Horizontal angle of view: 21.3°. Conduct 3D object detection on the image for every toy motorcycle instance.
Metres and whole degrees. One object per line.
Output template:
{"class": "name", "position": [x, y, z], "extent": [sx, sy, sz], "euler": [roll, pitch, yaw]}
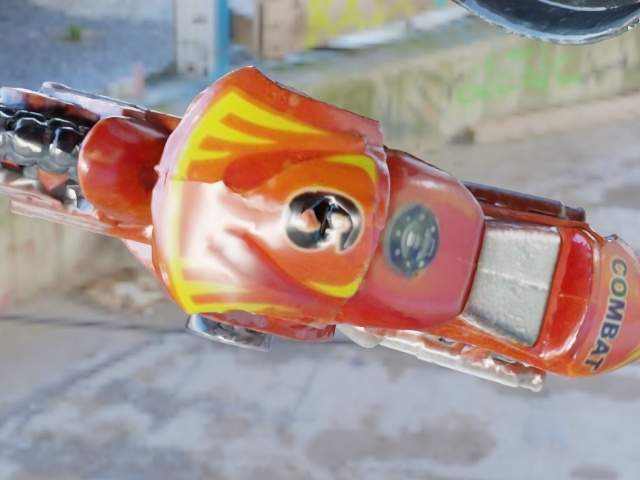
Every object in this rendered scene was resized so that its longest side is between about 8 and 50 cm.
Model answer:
{"class": "toy motorcycle", "position": [-0.001, -0.002, 0.659], "extent": [0.171, 0.089, 0.298], "euler": [2, -10, 45]}

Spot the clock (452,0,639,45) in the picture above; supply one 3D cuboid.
{"class": "clock", "position": [0.118, -0.311, 1.096], "extent": [0.076, 0.386, 0.386], "euler": [-35, 38, -23]}
